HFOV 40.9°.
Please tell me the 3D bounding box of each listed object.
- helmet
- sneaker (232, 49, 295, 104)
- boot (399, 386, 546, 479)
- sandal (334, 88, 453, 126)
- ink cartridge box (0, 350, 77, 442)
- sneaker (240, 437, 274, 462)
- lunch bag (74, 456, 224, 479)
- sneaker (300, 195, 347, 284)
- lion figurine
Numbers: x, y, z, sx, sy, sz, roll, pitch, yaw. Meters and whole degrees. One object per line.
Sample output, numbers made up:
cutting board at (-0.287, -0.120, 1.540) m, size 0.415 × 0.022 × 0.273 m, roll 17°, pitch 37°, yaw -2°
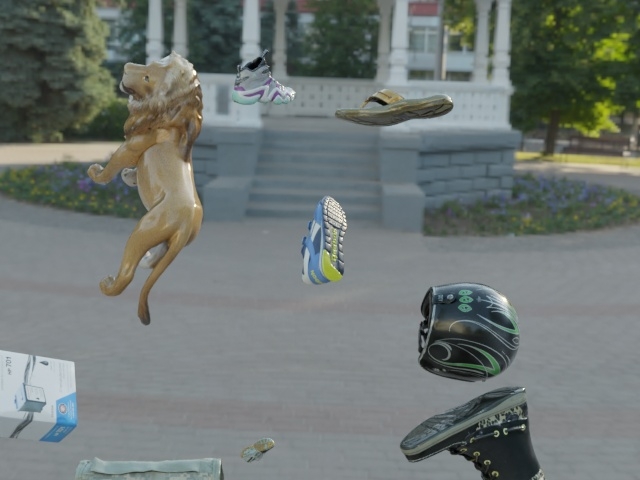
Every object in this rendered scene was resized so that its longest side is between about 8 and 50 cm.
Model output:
helmet at (0.247, 0.150, 1.404) m, size 0.162 × 0.169 × 0.169 m, roll 11°, pitch 9°, yaw -2°
sneaker at (-0.069, -0.213, 1.113) m, size 0.038 × 0.069 × 0.098 m, roll 24°, pitch 25°, yaw 39°
boot at (0.251, 0.349, 1.355) m, size 0.236 × 0.178 × 0.085 m, roll -19°, pitch 3°, yaw -25°
sandal at (0.111, -0.207, 1.301) m, size 0.180 × 0.049 × 0.072 m, roll -7°, pitch -9°, yaw 19°
ink cartridge box at (-0.556, 0.287, 1.586) m, size 0.191 × 0.139 × 0.082 m, roll 19°, pitch -46°, yaw -40°
sneaker at (-0.134, 0.466, 1.899) m, size 0.083 × 0.037 × 0.032 m, roll -25°, pitch 32°, yaw 14°
lunch bag at (-0.273, 0.474, 1.414) m, size 0.235 × 0.287 × 0.169 m, roll -1°, pitch 33°, yaw 0°
sneaker at (0.000, 0.000, 1.210) m, size 0.053 × 0.144 × 0.059 m, roll 34°, pitch -43°, yaw -31°
lion figurine at (-0.249, -0.088, 1.347) m, size 0.240 × 0.392 × 0.142 m, roll -32°, pitch -25°, yaw 31°
